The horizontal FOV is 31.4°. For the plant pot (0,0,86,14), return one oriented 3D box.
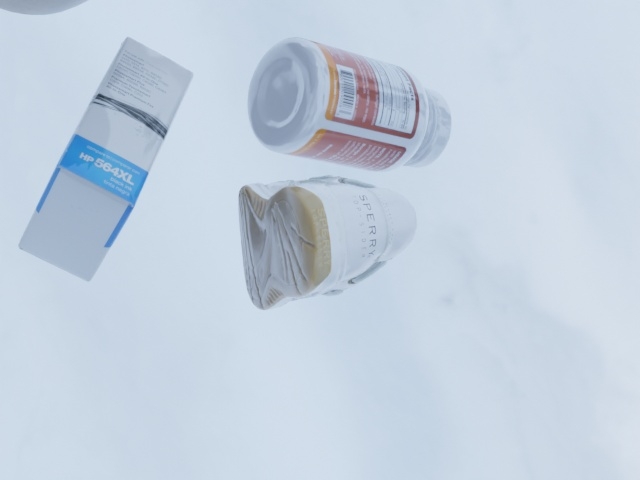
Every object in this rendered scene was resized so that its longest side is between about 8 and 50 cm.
[{"bbox_3d":[-0.240,-0.357,1.051,0.323,0.280,0.323,14,61,-27],"label":"plant pot"}]

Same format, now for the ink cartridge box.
[{"bbox_3d":[-0.216,-0.084,1.164,0.086,0.148,0.203,27,48,-11],"label":"ink cartridge box"}]

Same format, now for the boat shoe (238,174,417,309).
[{"bbox_3d":[0.000,0.000,0.856,0.096,0.277,0.098,-9,94,-15],"label":"boat shoe"}]

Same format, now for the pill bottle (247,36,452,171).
[{"bbox_3d":[0.037,-0.139,1.229,0.216,0.121,0.121,8,88,-42],"label":"pill bottle"}]
